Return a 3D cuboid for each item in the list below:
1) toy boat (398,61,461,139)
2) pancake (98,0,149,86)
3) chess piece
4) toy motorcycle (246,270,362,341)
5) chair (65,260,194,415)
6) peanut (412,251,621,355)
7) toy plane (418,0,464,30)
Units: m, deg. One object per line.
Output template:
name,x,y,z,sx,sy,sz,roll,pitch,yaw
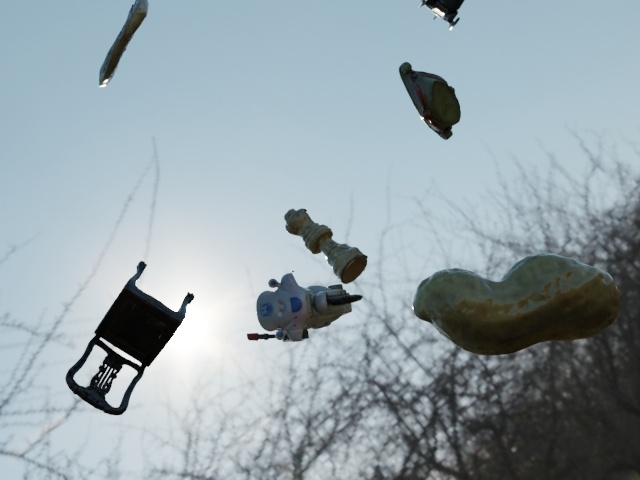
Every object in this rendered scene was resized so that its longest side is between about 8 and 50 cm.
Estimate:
toy boat,0.213,-0.259,1.752,0.089,0.071,0.185,-48,-59,-18
pancake,-0.268,-0.270,1.264,0.139,0.022,0.139,-53,20,29
chess piece,0.000,0.000,1.533,0.060,0.172,0.060,-31,-36,-26
toy motorcycle,-0.031,0.105,1.410,0.150,0.102,0.221,-6,-10,-16
chair,-0.281,0.144,1.391,0.113,0.106,0.229,-53,10,22
peanut,0.220,0.072,1.048,0.230,0.103,0.098,-8,-48,1
toy plane,0.192,-0.354,1.298,0.096,0.060,0.235,-53,2,4
